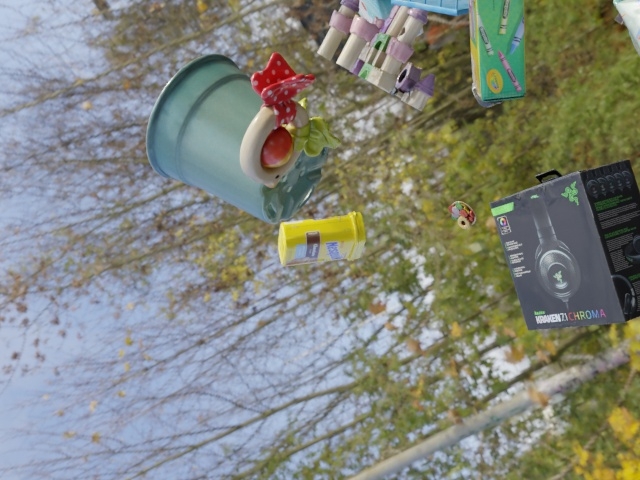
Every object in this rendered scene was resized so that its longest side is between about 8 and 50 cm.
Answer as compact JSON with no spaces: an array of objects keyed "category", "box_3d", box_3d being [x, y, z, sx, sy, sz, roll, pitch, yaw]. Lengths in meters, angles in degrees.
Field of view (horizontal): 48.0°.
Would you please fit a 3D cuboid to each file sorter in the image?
[{"category":"file sorter","box_3d":[0.249,-0.531,1.472,0.170,0.118,0.105,26,128,38]}]

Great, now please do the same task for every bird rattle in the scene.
[{"category":"bird rattle","box_3d":[-0.066,-0.197,1.304,0.143,0.207,0.253,31,176,15]}]

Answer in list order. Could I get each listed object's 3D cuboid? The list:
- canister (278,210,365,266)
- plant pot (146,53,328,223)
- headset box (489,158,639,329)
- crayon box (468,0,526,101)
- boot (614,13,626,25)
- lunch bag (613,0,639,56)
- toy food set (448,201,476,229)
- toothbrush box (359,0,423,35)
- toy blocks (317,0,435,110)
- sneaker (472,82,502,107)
[{"category":"canister","box_3d":[0.000,0.000,1.521,0.126,0.169,0.073,103,157,-62]},{"category":"plant pot","box_3d":[-0.183,-0.225,1.749,0.334,0.341,0.341,33,-175,22]},{"category":"headset box","box_3d":[0.466,0.006,1.319,0.246,0.131,0.283,-20,85,63]},{"category":"crayon box","box_3d":[0.312,-0.406,1.283,0.165,0.081,0.279,-78,-19,-64]},{"category":"boot","box_3d":[0.848,-0.607,1.809,0.115,0.112,0.305,41,-179,9]},{"category":"lunch bag","box_3d":[0.688,-0.391,1.254,0.160,0.262,0.224,37,-146,-44]},{"category":"toy food set","box_3d":[0.393,-0.073,1.993,0.082,0.020,0.083,44,151,7]},{"category":"toothbrush box","box_3d":[0.177,-0.723,2.074,0.216,0.126,0.295,58,-178,24]},{"category":"toy blocks","box_3d":[0.195,-0.514,1.825,0.308,0.260,0.288,24,-167,-21]},{"category":"sneaker","box_3d":[0.423,-0.367,1.738,0.132,0.086,0.229,63,-149,-43]}]
